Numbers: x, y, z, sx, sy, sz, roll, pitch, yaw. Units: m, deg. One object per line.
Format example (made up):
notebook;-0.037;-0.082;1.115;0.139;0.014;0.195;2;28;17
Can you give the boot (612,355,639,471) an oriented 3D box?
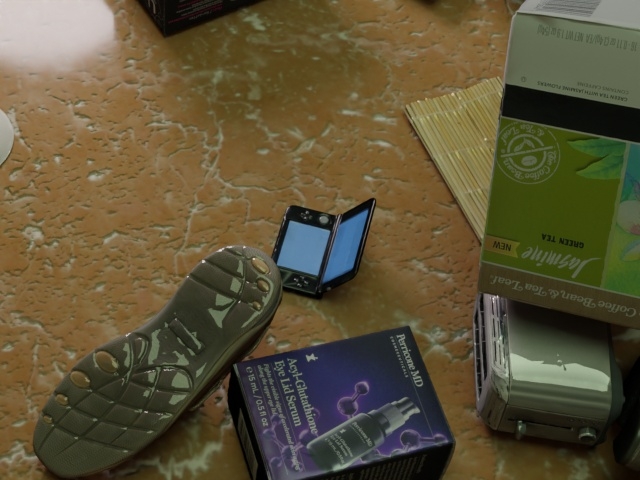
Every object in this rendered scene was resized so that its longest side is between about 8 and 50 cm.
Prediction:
boot;0.442;0.223;1.418;0.229;0.091;0.263;25;33;3

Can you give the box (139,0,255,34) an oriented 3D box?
box;-0.146;-0.416;1.771;0.247;0.142;0.163;-25;61;-24

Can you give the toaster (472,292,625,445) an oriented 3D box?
toaster;0.253;0.121;1.462;0.146;0.129;0.227;4;57;-2

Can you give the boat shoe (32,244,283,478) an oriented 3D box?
boat shoe;-0.164;0.143;1.400;0.324;0.116;0.123;-39;73;-6

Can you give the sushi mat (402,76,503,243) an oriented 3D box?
sushi mat;0.238;-0.076;1.660;0.151;0.019;0.316;-16;60;-19

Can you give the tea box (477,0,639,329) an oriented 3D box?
tea box;0.330;-0.123;1.417;0.220;0.323;0.329;12;27;18

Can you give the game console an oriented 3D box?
game console;0.000;0.000;1.545;0.107;0.071;0.122;15;55;2

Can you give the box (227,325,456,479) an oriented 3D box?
box;0.020;0.198;1.390;0.207;0.108;0.153;-12;58;-15

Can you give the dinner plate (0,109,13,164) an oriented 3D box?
dinner plate;-0.455;-0.131;1.611;0.141;0.017;0.141;4;57;-6
